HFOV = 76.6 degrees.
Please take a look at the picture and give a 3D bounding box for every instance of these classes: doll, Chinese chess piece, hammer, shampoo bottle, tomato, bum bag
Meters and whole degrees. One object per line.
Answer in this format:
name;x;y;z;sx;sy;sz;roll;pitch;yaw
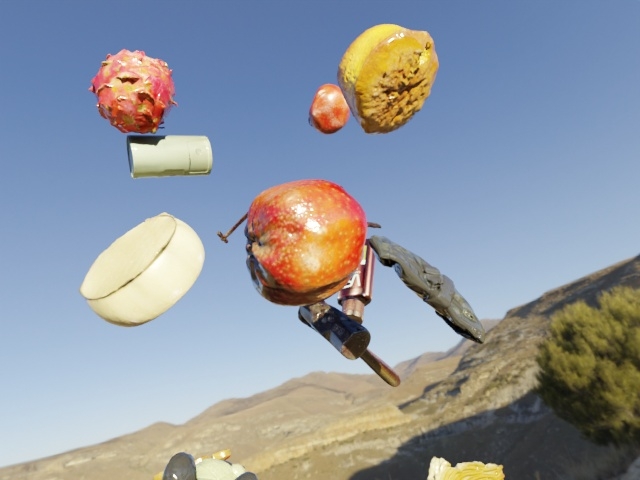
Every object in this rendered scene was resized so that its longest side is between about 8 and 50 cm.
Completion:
doll;-0.179;0.401;0.577;0.144;0.135;0.234;19;15;4
Chinese chess piece;-0.490;0.078;1.129;0.338;0.338;0.140;-22;-55;17
hammer;-0.346;-0.065;1.664;0.178;0.021;0.065;-45;-53;-5
shampoo bottle;0.123;0.137;1.390;0.129;0.322;0.084;-12;-47;27
tomato;0.036;-0.504;1.567;0.152;0.187;0.187;23;-14;18
hammer;0.122;0.324;1.212;0.095;0.242;0.409;-52;-55;-10
bum bag;0.216;0.087;0.817;0.074;0.310;0.137;-46;11;14

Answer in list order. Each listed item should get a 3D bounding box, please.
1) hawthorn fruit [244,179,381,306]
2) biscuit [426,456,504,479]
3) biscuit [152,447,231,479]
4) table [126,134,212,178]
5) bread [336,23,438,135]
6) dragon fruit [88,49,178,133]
hawthorn fruit;0.000;0.000;0.824;0.301;0.253;0.254;-6;-24;-21
biscuit;0.281;0.482;0.776;0.229;0.176;0.031;-24;-7;-38
biscuit;-0.393;0.739;1.329;0.197;0.049;0.301;-20;-23;3
table;-0.450;-0.251;1.208;0.220;0.126;0.126;-9;-22;-30
bread;0.191;-0.456;1.147;0.312;0.172;0.312;-28;-34;-21
dragon fruit;-0.500;-0.416;1.109;0.210;0.268;0.205;10;-39;10
